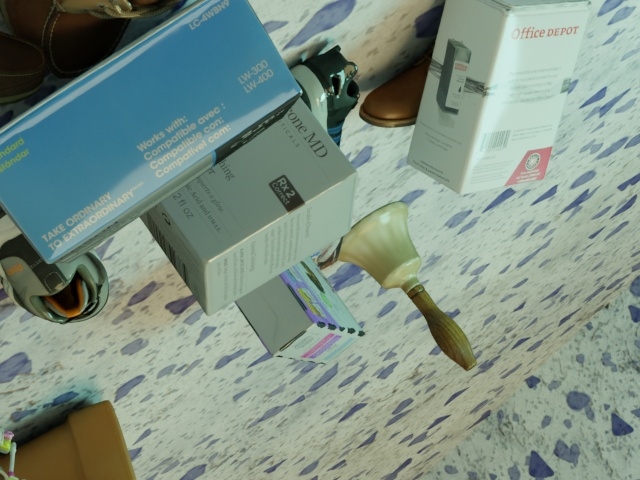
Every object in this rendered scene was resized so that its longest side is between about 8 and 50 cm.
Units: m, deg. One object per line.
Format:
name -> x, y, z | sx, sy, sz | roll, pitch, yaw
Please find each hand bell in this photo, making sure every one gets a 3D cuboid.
hand bell -> 0.135, 0.079, 2.304 | 0.126, 0.242, 0.126 | -32, 162, -11

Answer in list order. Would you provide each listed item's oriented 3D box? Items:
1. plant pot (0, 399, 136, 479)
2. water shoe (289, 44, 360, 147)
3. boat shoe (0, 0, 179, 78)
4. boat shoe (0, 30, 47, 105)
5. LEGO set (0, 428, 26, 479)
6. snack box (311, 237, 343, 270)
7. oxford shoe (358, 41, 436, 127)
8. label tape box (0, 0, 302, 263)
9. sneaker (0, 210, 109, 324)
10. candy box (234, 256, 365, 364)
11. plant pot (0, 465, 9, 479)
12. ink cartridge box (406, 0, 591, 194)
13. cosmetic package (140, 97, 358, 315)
plant pot -> -0.334, 0.373, 2.175 | 0.203, 0.291, 0.291 | -15, 158, -12
water shoe -> 0.011, -0.135, 1.799 | 0.080, 0.073, 0.203 | -35, 163, -11
boat shoe -> -0.153, -0.211, 1.217 | 0.123, 0.116, 0.324 | -26, 160, -28
boat shoe -> -0.273, -0.141, 1.226 | 0.178, 0.064, 0.060 | 4, 134, -41
LEGO set -> -0.386, 0.303, 1.987 | 0.132, 0.107, 0.287 | -32, 123, 16
snack box -> 0.000, 0.000, 2.212 | 0.064, 0.022, 0.178 | -29, 162, -17
oxford shoe -> 0.126, -0.192, 1.903 | 0.212, 0.076, 0.076 | -31, 139, -30
label tape box -> -0.148, -0.088, 1.385 | 0.249, 0.115, 0.348 | -34, -176, -4
sneaker -> -0.266, 0.046, 1.696 | 0.100, 0.108, 0.271 | -37, 164, -4
candy box -> -0.044, 0.064, 2.059 | 0.070, 0.165, 0.196 | -39, 162, 11
plant pot -> -0.476, 0.231, 1.636 | 0.284, 0.191, 0.284 | -33, 162, -12
ink cartridge box -> 0.197, -0.174, 1.860 | 0.158, 0.092, 0.218 | -11, 124, -45
cosmetic package -> -0.080, -0.049, 1.720 | 0.184, 0.151, 0.151 | -32, 162, -15
